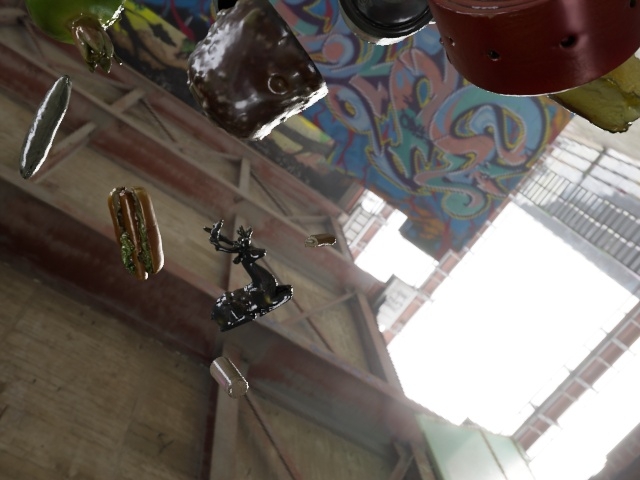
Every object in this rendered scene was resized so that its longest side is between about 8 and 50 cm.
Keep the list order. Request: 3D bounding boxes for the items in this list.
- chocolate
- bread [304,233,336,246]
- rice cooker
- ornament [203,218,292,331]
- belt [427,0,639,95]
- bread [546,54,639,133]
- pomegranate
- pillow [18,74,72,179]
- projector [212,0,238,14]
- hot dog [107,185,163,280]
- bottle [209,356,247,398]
[{"bbox_3d":[-0.134,-0.302,1.080,0.225,0.210,0.340,50,-174,-25],"label":"chocolate"},{"bbox_3d":[0.000,0.000,1.605,0.047,0.036,0.083,-6,-178,40],"label":"bread"},{"bbox_3d":[0.171,-0.631,1.483,0.317,0.264,0.316,28,-171,-5],"label":"rice cooker"},{"bbox_3d":[-0.200,0.068,1.303,0.236,0.202,0.080,60,-170,-23],"label":"ornament"},{"bbox_3d":[0.246,-0.299,0.699,0.323,0.227,0.115,-101,-16,-51],"label":"belt"},{"bbox_3d":[0.684,-0.393,1.434,0.252,0.133,0.174,32,162,3],"label":"bread"},{"bbox_3d":[-0.544,-0.523,1.331,0.236,0.236,0.301,12,-122,-60],"label":"pomegranate"},{"bbox_3d":[-0.581,-0.237,1.235,0.093,0.241,0.051,3,162,46],"label":"pillow"},{"bbox_3d":[-0.216,-0.586,1.244,0.108,0.108,0.337,22,-148,-47],"label":"projector"},{"bbox_3d":[-0.568,-0.011,1.831,0.135,0.337,0.100,-4,-147,-5],"label":"hot dog"},{"bbox_3d":[-0.172,0.257,1.103,0.045,0.045,0.096,28,-179,-33],"label":"bottle"}]
